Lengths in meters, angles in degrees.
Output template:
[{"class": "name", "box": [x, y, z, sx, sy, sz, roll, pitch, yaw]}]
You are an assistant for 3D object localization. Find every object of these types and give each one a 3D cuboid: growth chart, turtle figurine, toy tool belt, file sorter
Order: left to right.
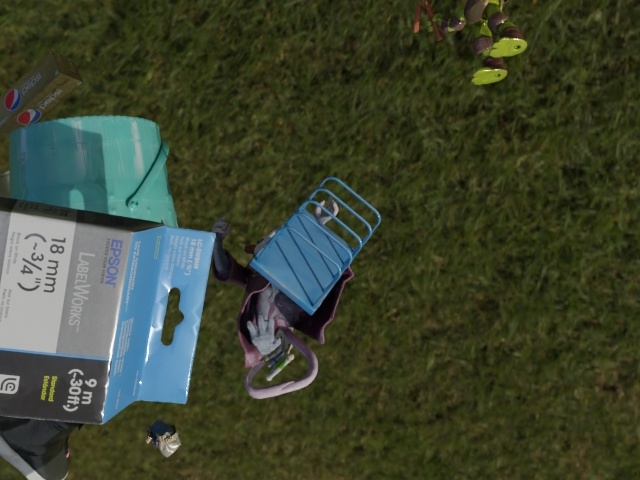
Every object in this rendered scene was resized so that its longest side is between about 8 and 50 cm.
[{"class": "toy tool belt", "box": [-0.274, 0.328, 1.508, 0.051, 0.052, 0.083, 50, 168, -30]}, {"class": "growth chart", "box": [-0.098, 0.211, 2.080, 0.021, 0.237, 0.172, 14, 141, -20]}, {"class": "file sorter", "box": [0.000, 0.000, 1.311, 0.118, 0.170, 0.104, 40, 129, -1]}, {"class": "turtle figurine", "box": [0.253, -0.362, 1.422, 0.087, 0.217, 0.269, 5, 150, -32]}]

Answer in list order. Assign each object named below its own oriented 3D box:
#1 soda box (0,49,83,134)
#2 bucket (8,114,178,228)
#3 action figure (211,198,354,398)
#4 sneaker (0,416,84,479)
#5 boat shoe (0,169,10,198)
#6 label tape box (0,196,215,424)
[{"class": "soda box", "box": [-0.530, -0.270, 1.642, 0.181, 0.061, 0.058, -36, 68, 19]}, {"class": "bucket", "box": [-0.370, -0.087, 1.429, 0.281, 0.281, 0.183, -7, 86, 28]}, {"class": "action figure", "box": [-0.061, 0.080, 1.582, 0.248, 0.370, 0.276, -8, 103, -13]}, {"class": "sneaker", "box": [-0.390, 0.279, 1.326, 0.105, 0.146, 0.296, 56, 168, 27]}, {"class": "boat shoe", "box": [-0.640, -0.085, 1.805, 0.079, 0.254, 0.095, -36, 89, 22]}, {"class": "label tape box", "box": [-0.300, 0.086, 1.062, 0.333, 0.106, 0.241, 9, 97, -17]}]
